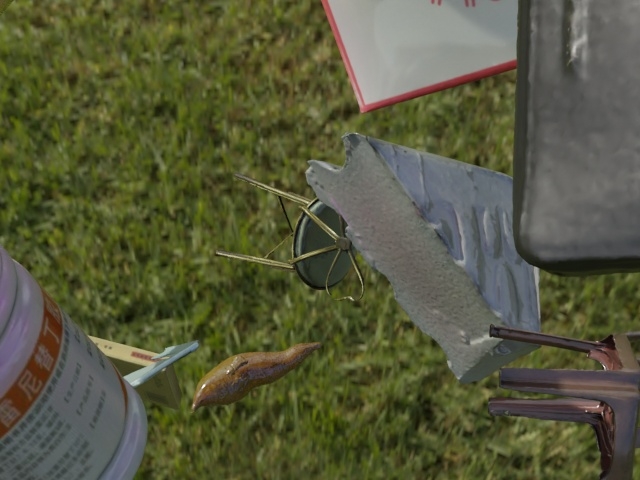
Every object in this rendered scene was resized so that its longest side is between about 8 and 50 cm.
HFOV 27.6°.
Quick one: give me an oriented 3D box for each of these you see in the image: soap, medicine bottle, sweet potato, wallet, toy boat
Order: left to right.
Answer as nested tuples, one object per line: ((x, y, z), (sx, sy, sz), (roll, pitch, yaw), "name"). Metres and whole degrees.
((-0.310, 0.114, 1.125), (0.202, 0.316, 0.202), (-18, 44, 18), "medicine bottle")
((-0.247, 0.169, 1.412), (0.291, 0.220, 0.067), (-37, 99, -39), "toy boat")
((-0.104, 0.194, 1.938), (0.226, 0.068, 0.068), (-24, 64, -20), "sweet potato")
((0.129, 0.028, 1.648), (0.302, 0.159, 0.258), (12, 68, -31), "soap")
((0.139, -0.099, 0.500), (0.149, 0.044, 0.250), (-1, 82, 38), "wallet")

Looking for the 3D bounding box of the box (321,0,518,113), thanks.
((0.170, -0.323, 1.113), (0.314, 0.312, 0.300), (-14, 14, 32), "box")

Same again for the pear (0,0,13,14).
((-0.434, -0.356, 1.250), (0.391, 0.391, 0.391), (1, 61, -2), "pear")

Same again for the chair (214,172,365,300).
((0.000, 0.000, 1.932), (0.325, 0.170, 0.160), (12, 87, 43), "chair")

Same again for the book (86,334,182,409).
((-0.298, 0.159, 1.701), (0.231, 0.161, 0.026), (14, 66, 6), "book")

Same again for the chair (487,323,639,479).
((0.354, 0.190, 1.475), (0.326, 0.175, 0.183), (1, 23, 4), "chair")
